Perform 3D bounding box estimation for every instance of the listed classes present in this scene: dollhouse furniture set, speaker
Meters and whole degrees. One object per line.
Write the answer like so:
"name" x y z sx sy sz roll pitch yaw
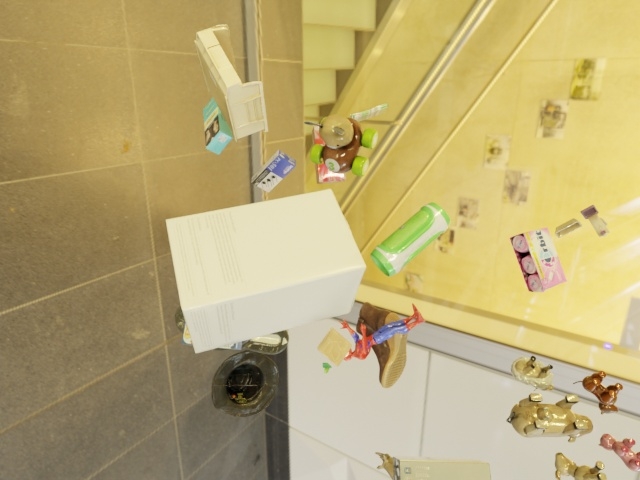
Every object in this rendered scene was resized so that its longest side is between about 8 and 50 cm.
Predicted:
"dollhouse furniture set" 0.686 -0.015 1.162 0.091 0.114 0.081 31 37 -38
"speaker" 0.324 -0.004 1.611 0.296 0.131 0.131 -40 139 -7

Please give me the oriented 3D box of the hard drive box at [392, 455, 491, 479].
"hard drive box" 0.321 0.640 1.215 0.181 0.231 0.089 81 9 -67

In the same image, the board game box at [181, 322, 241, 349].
"board game box" -0.323 0.255 1.357 0.035 0.201 0.136 34 57 -61

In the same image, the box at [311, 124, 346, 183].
"box" 0.037 -0.392 2.041 0.122 0.128 0.257 -150 -125 -83

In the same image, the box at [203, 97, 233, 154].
"box" -0.403 -0.457 1.746 0.060 0.100 0.244 23 39 -39

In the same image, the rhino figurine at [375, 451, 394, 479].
"rhino figurine" 0.277 0.777 1.476 0.106 0.243 0.073 12 104 -54

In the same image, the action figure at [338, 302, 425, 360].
"action figure" 0.168 0.268 1.394 0.139 0.280 0.091 53 6 -8

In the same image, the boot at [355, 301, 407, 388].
"boot" 0.201 0.356 1.547 0.090 0.206 0.249 8 98 -38

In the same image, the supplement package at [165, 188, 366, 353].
"supplement package" -0.096 0.052 0.785 0.292 0.178 0.175 -12 147 -15

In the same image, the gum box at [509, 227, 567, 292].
"gum box" 0.679 0.064 1.393 0.107 0.062 0.189 -11 78 -24

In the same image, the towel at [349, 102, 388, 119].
"towel" 0.184 -0.492 1.736 0.113 0.151 0.023 -105 176 -86

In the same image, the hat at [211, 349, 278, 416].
"hat" -0.345 0.621 2.022 0.330 0.134 0.332 -5 108 -17

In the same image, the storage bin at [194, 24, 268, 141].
"storage bin" -0.290 -0.513 1.467 0.123 0.262 0.260 -25 160 -12

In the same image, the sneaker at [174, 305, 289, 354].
"sneaker" -0.354 0.337 1.827 0.257 0.446 0.169 -138 -116 -81

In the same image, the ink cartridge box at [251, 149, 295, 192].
"ink cartridge box" -0.211 -0.308 2.003 0.097 0.207 0.046 28 42 -30

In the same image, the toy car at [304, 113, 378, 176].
"toy car" 0.037 -0.254 1.126 0.188 0.154 0.149 8 101 -68

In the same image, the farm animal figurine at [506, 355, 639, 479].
"farm animal figurine" 0.656 0.507 1.187 0.172 0.326 0.331 91 18 -53

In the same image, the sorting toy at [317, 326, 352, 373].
"sorting toy" 0.021 0.229 0.920 0.062 0.012 0.083 43 63 -7
